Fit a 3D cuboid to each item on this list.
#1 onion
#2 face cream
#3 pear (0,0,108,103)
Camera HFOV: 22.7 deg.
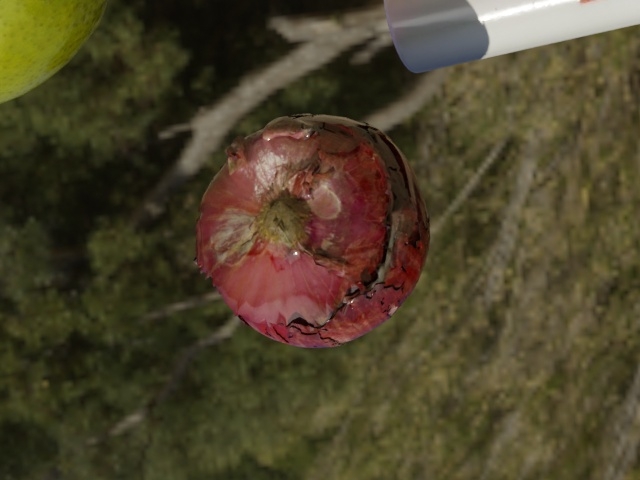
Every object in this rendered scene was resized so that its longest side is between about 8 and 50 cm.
[{"bbox_3d":[0.000,0.000,1.195,0.184,0.184,0.147,-2,156,18],"label":"onion"},{"bbox_3d":[0.226,-0.217,1.278,0.346,0.102,0.102,-12,-168,19],"label":"face cream"},{"bbox_3d":[-0.178,-0.163,0.831,0.216,0.180,0.166,-12,175,36],"label":"pear"}]
